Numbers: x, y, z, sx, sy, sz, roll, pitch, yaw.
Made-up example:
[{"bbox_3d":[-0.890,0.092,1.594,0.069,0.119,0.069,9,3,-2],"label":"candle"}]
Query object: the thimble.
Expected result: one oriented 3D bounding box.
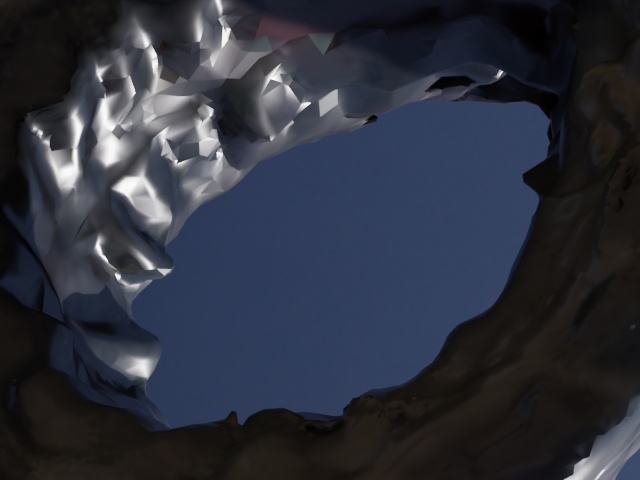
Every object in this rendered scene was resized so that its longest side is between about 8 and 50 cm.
[{"bbox_3d":[0.000,0.000,0.430,0.205,0.172,0.236,41,-94,18],"label":"thimble"}]
